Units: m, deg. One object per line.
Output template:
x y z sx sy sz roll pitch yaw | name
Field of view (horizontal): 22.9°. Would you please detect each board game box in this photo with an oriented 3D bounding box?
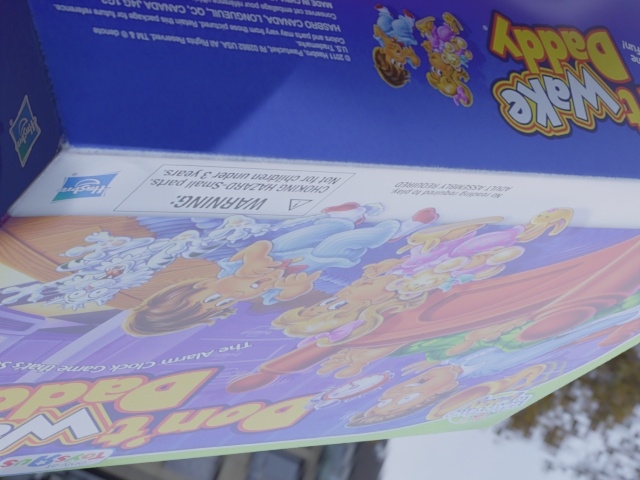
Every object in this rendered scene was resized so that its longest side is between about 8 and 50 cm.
0.000 0.000 0.553 0.233 0.347 0.078 -39 -119 44 | board game box
